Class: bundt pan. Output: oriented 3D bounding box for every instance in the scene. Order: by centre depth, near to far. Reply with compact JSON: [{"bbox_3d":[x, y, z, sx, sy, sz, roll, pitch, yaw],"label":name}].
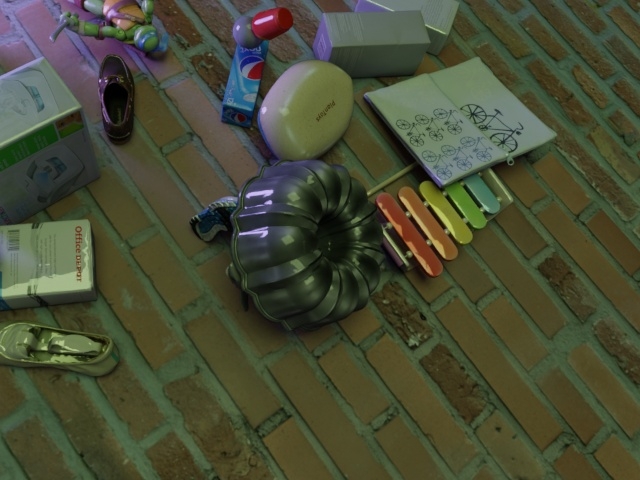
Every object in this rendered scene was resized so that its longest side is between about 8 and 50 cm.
[{"bbox_3d":[0.000,0.000,1.161,0.330,0.124,0.331,12,73,-44],"label":"bundt pan"}]

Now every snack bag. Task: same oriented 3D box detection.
[{"bbox_3d":[0.319,-0.280,1.432,0.342,0.037,0.323,-21,57,-19],"label":"snack bag"}]

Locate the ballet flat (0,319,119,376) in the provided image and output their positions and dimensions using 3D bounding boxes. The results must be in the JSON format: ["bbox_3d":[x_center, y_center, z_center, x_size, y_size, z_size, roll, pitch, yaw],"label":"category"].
[{"bbox_3d":[-0.475,0.179,1.105,0.248,0.086,0.086,9,67,-8],"label":"ballet flat"}]

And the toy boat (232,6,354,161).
[{"bbox_3d":[-0.062,-0.326,1.328,0.267,0.148,0.318,-46,120,-34],"label":"toy boat"}]

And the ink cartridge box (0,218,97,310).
[{"bbox_3d":[-0.508,0.045,1.151,0.190,0.082,0.140,-4,69,-14],"label":"ink cartridge box"}]

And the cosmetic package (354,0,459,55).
[{"bbox_3d":[0.207,-0.553,1.541,0.231,0.085,0.117,23,65,0],"label":"cosmetic package"}]

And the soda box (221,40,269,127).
[{"bbox_3d":[-0.162,-0.356,1.389,0.067,0.071,0.210,11,67,-7],"label":"soda box"}]

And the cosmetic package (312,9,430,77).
[{"bbox_3d":[0.116,-0.445,1.455,0.237,0.127,0.107,-9,70,-17],"label":"cosmetic package"}]

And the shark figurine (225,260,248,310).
[{"bbox_3d":[-0.085,0.030,1.229,0.116,0.166,0.278,5,37,15],"label":"shark figurine"}]

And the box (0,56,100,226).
[{"bbox_3d":[-0.539,-0.160,1.129,0.231,0.262,0.127,-36,79,-23],"label":"box"}]

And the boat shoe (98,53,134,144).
[{"bbox_3d":[-0.419,-0.304,1.316,0.073,0.073,0.207,-9,69,-14],"label":"boat shoe"}]

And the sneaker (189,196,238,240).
[{"bbox_3d":[-0.177,-0.059,1.214,0.083,0.190,0.071,-48,111,-33],"label":"sneaker"}]

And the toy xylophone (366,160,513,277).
[{"bbox_3d":[0.233,-0.069,1.352,0.322,0.081,0.236,-38,80,-23],"label":"toy xylophone"}]

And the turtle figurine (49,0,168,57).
[{"bbox_3d":[-0.446,-0.515,1.307,0.266,0.198,0.274,45,23,26],"label":"turtle figurine"}]
